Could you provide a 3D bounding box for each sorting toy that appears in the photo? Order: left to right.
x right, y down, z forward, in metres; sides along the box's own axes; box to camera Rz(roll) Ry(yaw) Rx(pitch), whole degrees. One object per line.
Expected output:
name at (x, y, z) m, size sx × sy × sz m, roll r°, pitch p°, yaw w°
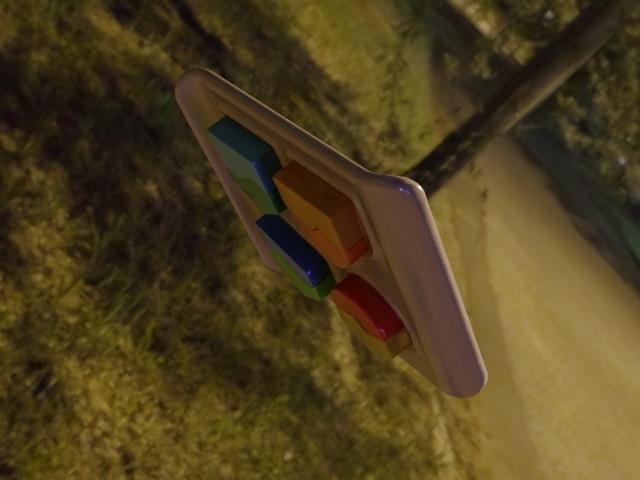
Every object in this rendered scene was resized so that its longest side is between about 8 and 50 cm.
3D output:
sorting toy at (0.000, 0.000, 0.625) m, size 0.208 × 0.038 × 0.193 m, roll 31°, pitch -24°, yaw 42°
